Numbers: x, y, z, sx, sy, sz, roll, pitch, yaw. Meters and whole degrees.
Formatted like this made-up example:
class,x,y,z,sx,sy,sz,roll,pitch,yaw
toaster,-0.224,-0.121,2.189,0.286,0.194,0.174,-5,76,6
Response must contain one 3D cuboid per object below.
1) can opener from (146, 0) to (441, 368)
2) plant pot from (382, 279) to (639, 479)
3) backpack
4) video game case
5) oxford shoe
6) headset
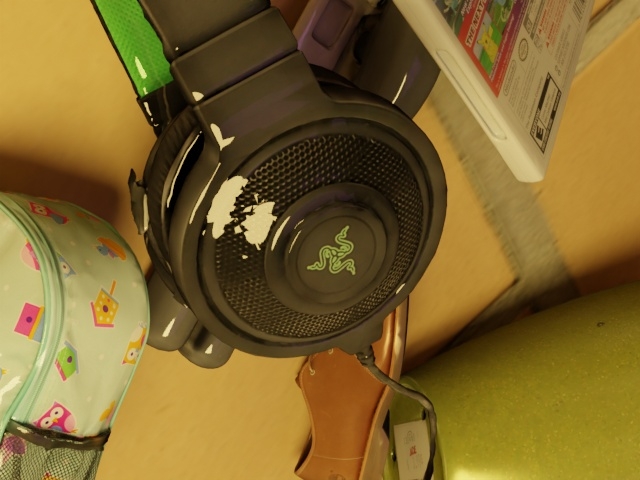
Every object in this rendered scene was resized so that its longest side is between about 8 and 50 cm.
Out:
class,x,y,z,sx,sy,sz,roll,pitch,yaw
can opener,-0.014,-0.046,0.741,0.076,0.095,0.283,29,88,-41
plant pot,0.206,0.160,0.928,0.294,0.275,0.274,-3,116,-18
backpack,-0.184,0.062,0.628,0.144,0.166,0.188,24,96,-51
video game case,0.123,-0.170,0.765,0.183,0.023,0.201,47,54,-42
oxford shoe,0.023,0.085,0.864,0.076,0.076,0.212,11,99,2
headset,-0.046,0.000,0.598,0.185,0.243,0.394,-31,98,-9
